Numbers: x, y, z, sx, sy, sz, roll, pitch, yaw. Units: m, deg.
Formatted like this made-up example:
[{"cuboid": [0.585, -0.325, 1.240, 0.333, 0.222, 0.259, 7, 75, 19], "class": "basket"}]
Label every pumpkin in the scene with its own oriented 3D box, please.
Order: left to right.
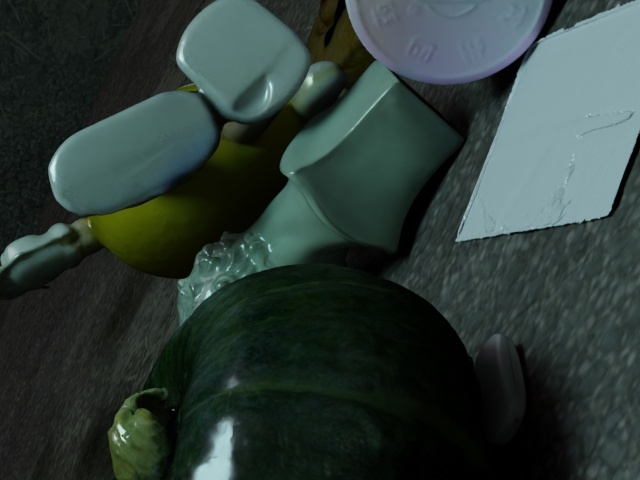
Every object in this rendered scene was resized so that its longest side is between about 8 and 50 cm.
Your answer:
[{"cuboid": [-0.024, 0.153, 0.973, 0.300, 0.207, 0.300, -57, 18, 31], "class": "pumpkin"}]

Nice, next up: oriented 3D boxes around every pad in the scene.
[{"cuboid": [0.156, -0.076, 1.108, 0.156, 0.004, 0.232, -68, 16, -11], "class": "pad"}]

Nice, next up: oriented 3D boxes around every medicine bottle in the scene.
[{"cuboid": [0.083, -0.230, 1.303, 0.152, 0.152, 0.254, -59, 16, 23], "class": "medicine bottle"}]

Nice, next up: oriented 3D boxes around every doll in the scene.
[{"cuboid": [-0.114, -0.050, 1.436, 0.161, 0.348, 0.423, 62, 145, 11], "class": "doll"}]

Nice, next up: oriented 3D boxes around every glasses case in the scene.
[{"cuboid": [0.103, 0.086, 1.008, 0.032, 0.021, 0.083, -58, 17, 26], "class": "glasses case"}]

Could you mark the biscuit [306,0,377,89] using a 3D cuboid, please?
[{"cuboid": [0.072, -0.316, 1.645, 0.367, 0.063, 0.314, -69, 17, -8], "class": "biscuit"}]

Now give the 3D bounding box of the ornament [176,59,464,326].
[{"cuboid": [-0.009, -0.008, 1.318, 0.285, 0.130, 0.120, -58, 16, 25], "class": "ornament"}]
